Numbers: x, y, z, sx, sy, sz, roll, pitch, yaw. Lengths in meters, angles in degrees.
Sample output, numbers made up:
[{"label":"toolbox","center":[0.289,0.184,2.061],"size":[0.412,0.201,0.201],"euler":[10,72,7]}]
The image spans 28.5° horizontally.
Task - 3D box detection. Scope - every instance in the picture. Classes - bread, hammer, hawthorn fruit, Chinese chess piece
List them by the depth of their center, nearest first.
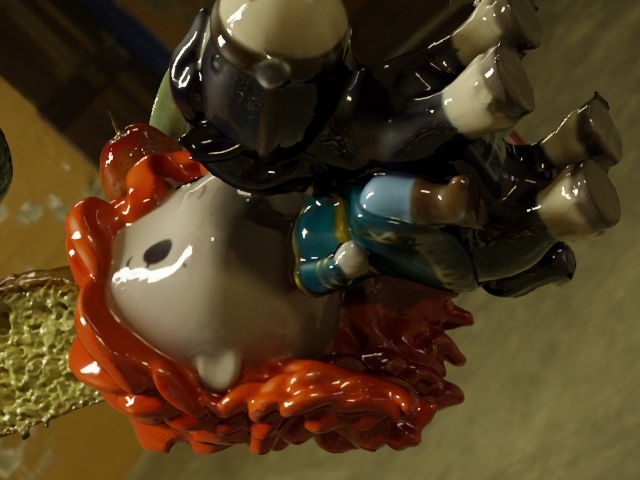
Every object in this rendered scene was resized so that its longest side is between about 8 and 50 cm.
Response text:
[{"label":"hammer","center":[0.221,-0.124,1.453],"size":[0.052,0.083,0.031],"euler":[-47,45,4]},{"label":"bread","center":[-0.384,0.142,1.580],"size":[0.340,0.194,0.179],"euler":[-19,3,9]},{"label":"hawthorn fruit","center":[-0.252,-0.103,1.741],"size":[0.125,0.140,0.125],"euler":[-56,-2,-3]},{"label":"Chinese chess piece","center":[-0.209,-0.193,1.854],"size":[0.144,0.059,0.144],"euler":[17,-90,-88]}]

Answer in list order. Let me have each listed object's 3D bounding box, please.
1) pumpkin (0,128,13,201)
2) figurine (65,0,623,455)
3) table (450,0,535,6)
[{"label":"pumpkin","center":[-0.435,-0.106,1.413],"size":[0.140,0.202,0.202],"euler":[-47,8,-34]},{"label":"figurine","center":[-0.001,-0.007,0.822],"size":[0.411,0.306,0.241],"euler":[122,156,-47]},{"label":"table","center":[0.182,-0.298,1.178],"size":[0.167,0.167,0.226],"euler":[-49,-22,-14]}]
